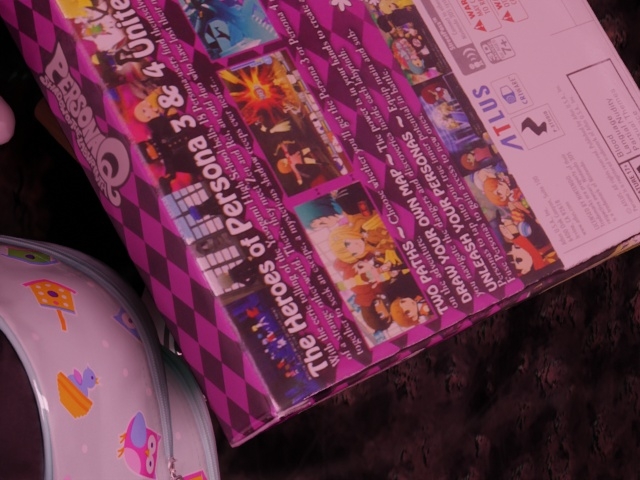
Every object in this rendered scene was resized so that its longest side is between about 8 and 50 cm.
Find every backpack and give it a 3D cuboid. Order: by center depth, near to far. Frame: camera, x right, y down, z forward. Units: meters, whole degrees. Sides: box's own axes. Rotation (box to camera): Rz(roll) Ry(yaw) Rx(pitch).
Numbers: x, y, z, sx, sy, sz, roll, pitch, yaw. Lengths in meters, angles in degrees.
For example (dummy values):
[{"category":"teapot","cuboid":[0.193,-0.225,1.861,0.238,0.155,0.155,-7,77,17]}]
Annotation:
[{"category":"backpack","cuboid":[-0.123,0.090,0.655,0.144,0.166,0.188,-24,114,-50]}]

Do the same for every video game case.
[{"category":"video game case","cuboid":[0.003,-0.072,0.619,0.210,0.042,0.232,-24,80,-36]}]

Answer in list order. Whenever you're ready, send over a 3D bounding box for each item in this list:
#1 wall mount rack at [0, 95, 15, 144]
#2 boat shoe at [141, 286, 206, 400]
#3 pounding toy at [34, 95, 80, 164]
[{"category":"wall mount rack","cuboid":[-0.153,-0.224,0.643,0.350,0.130,0.304,-55,146,-32]},{"category":"boat shoe","cuboid":[0.000,0.000,0.872,0.228,0.076,0.080,-43,123,-41]},{"category":"pounding toy","cuboid":[-0.016,-0.043,0.713,0.154,0.269,0.155,-33,124,-3]}]
